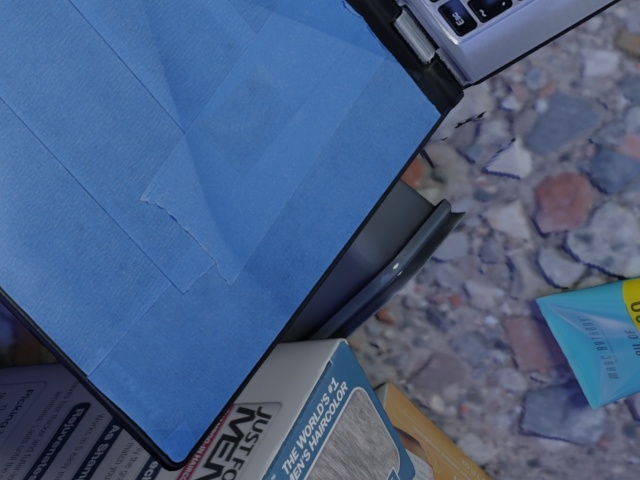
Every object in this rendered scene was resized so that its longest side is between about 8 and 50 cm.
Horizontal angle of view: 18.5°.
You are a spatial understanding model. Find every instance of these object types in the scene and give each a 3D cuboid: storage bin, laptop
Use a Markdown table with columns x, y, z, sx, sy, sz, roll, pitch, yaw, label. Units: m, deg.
| x | y | z | sx | sy | sz | roll | pitch | yaw | label |
| --- | --- | --- | --- | --- | --- | --- | --- | --- | --- |
| 0.000 | 0.000 | 1.050 | 0.091 | 0.098 | 0.135 | 44 | 137 | -2 | storage bin |
| -0.008 | -0.178 | 0.844 | 0.408 | 0.236 | 0.382 | -30 | 116 | 24 | laptop |

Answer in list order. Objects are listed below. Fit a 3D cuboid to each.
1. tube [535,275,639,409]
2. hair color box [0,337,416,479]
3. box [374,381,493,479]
| x | y | z | sx | sy | sz | roll | pitch | yaw | label |
| --- | --- | --- | --- | --- | --- | --- | --- | --- | --- |
| 0.228 | 0.036 | 1.074 | 0.207 | 0.052 | 0.080 | -18 | 110 | 25 | tube |
| -0.141 | 0.156 | 1.064 | 0.347 | 0.174 | 0.105 | -7 | 125 | 34 | hair color box |
| 0.042 | 0.191 | 1.123 | 0.091 | 0.170 | 0.130 | -35 | 114 | 26 | box |
